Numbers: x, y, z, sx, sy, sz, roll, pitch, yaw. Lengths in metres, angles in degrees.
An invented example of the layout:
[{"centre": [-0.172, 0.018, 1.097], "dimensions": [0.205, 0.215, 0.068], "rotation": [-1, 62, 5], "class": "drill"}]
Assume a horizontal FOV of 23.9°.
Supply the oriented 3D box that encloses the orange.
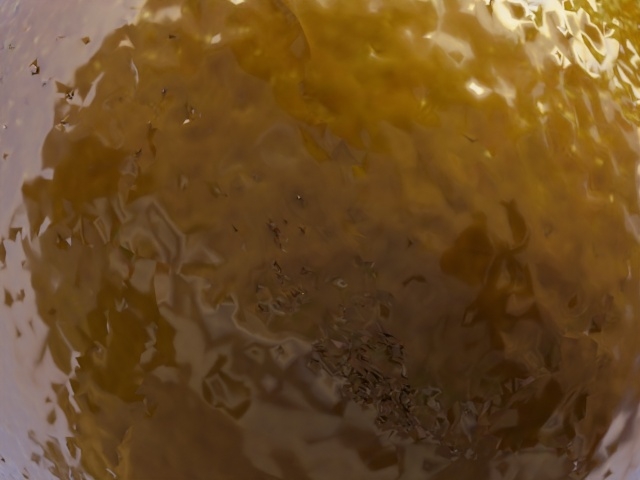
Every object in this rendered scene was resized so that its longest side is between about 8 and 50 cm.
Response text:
[{"centre": [0.000, 0.000, 0.499], "dimensions": [0.274, 0.274, 0.274], "rotation": [-3, -76, -11], "class": "orange"}]
